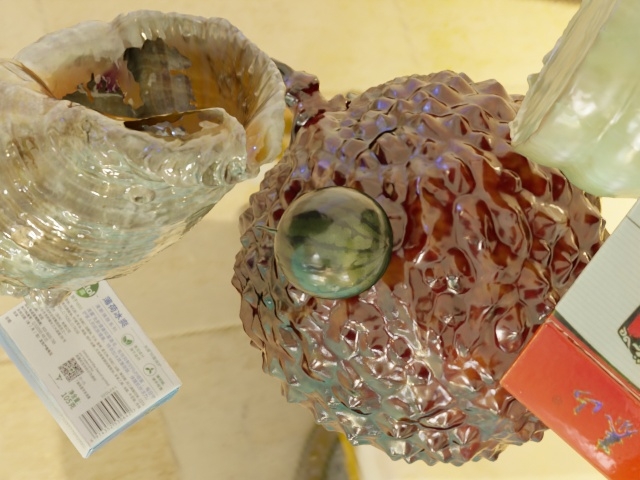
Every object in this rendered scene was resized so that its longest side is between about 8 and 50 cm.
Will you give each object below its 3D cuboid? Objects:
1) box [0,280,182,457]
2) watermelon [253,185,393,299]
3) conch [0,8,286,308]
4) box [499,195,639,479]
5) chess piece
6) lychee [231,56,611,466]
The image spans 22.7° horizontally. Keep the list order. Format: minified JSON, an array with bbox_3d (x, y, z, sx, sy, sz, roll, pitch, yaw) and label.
[{"bbox_3d":[-0.282,0.142,1.919,0.139,0.073,0.194,-35,83,-22],"label":"box"},{"bbox_3d":[0.000,0.000,1.462,0.105,0.133,0.105,8,90,-75],"label":"watermelon"},{"bbox_3d":[-0.181,-0.071,1.372,0.210,0.352,0.297,83,29,-45],"label":"conch"},{"bbox_3d":[0.236,0.049,1.045,0.139,0.245,0.035,43,28,15],"label":"box"},{"bbox_3d":[0.412,-0.073,1.436,0.442,0.234,0.234,29,53,-4],"label":"chess piece"},{"bbox_3d":[0.099,0.006,1.698,0.500,0.425,0.424,56,47,-16],"label":"lychee"}]
